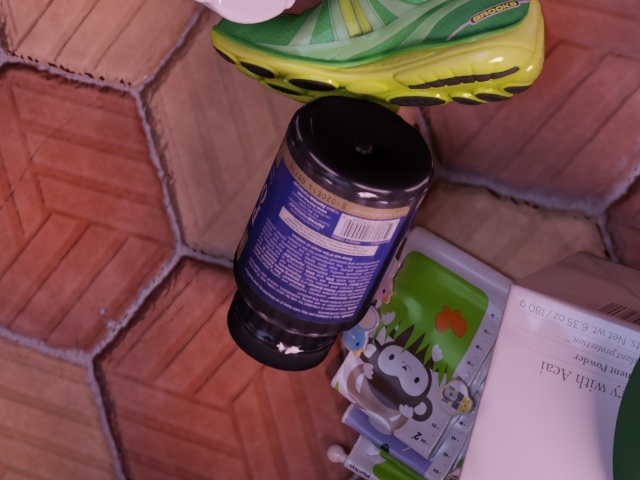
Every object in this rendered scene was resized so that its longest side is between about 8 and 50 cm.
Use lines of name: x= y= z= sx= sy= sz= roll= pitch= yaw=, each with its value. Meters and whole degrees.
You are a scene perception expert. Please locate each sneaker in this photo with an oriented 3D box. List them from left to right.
sneaker: x=0.050 y=-0.173 z=1.615 sx=0.295 sy=0.109 sz=0.123 roll=1 pitch=73 yaw=28

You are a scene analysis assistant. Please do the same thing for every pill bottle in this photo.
pill bottle: x=0.000 y=0.000 z=1.619 sx=0.123 sy=0.123 sz=0.219 roll=38 pitch=129 yaw=16

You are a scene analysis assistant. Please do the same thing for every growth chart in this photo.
growth chart: x=0.088 y=0.112 z=1.671 sx=0.172 sy=0.021 sz=0.237 roll=22 pitch=106 yaw=22

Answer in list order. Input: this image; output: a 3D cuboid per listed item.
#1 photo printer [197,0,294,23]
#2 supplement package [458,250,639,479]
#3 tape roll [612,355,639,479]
photo printer: x=-0.108 y=-0.342 z=1.593 sx=0.307 sy=0.107 sz=0.256 roll=37 pitch=119 yaw=47
supplement package: x=0.215 y=0.182 z=1.533 sx=0.177 sy=0.175 sz=0.293 roll=19 pitch=106 yaw=21
tape roll: x=0.368 y=0.151 z=1.387 sx=0.321 sy=0.077 sz=0.321 roll=-3 pitch=108 yaw=-10
